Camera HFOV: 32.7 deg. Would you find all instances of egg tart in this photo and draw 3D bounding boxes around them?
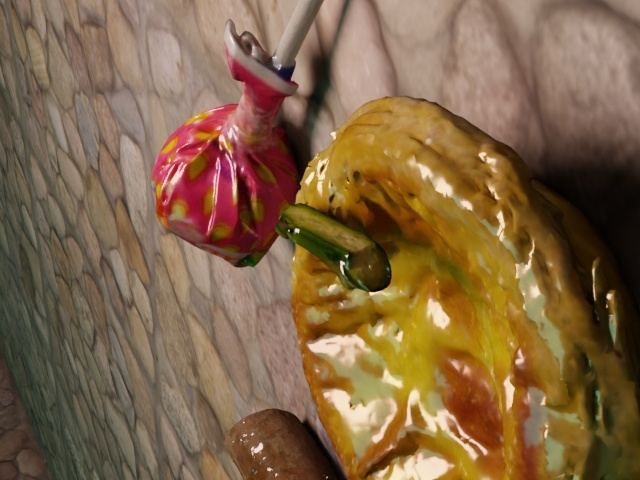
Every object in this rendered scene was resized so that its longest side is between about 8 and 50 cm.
[{"bbox_3d":[0.084,0.057,0.579,0.295,0.116,0.295,41,138,51],"label":"egg tart"}]

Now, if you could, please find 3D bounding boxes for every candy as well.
[{"bbox_3d":[-0.033,-0.113,0.783,0.124,0.124,0.365,63,147,23],"label":"candy"}]

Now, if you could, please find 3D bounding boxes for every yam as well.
[{"bbox_3d":[-0.027,0.214,0.980,0.127,0.084,0.084,-124,28,-42],"label":"yam"}]

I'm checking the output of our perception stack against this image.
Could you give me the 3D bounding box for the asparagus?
[{"bbox_3d":[0.001,0.000,0.555,0.108,0.025,0.021,32,141,56],"label":"asparagus"}]
